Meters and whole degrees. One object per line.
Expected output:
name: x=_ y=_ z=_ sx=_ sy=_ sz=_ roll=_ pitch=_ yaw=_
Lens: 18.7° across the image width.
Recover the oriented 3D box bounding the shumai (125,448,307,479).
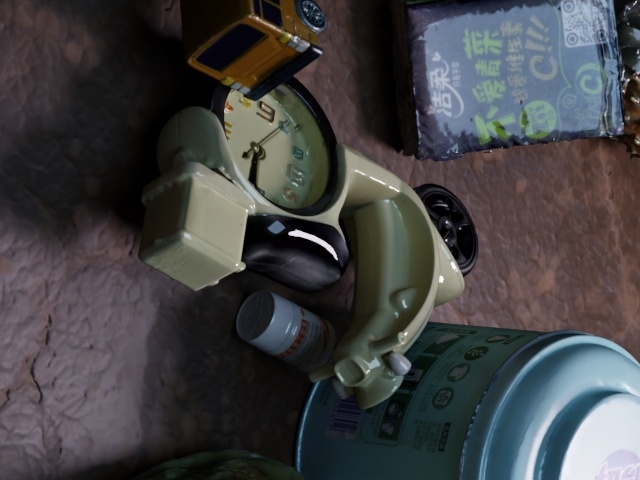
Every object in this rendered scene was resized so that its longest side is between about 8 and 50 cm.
shumai: x=-0.055 y=0.370 z=1.712 sx=0.397 sy=0.323 sz=0.324 roll=-21 pitch=103 yaw=-39

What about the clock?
clock: x=0.000 y=0.000 z=1.845 sx=0.379 sy=0.120 sz=0.276 roll=33 pitch=49 yaw=-29

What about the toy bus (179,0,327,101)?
toy bus: x=-0.072 y=-0.242 z=1.773 sx=0.114 sy=0.098 sz=0.201 roll=24 pitch=47 yaw=-39

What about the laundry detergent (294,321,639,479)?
laundry detergent: x=0.177 y=0.225 z=1.921 sx=0.287 sy=0.305 sz=0.287 roll=-3 pitch=94 yaw=-42

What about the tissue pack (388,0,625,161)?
tissue pack: x=0.195 y=-0.180 z=2.016 sx=0.236 sy=0.073 sz=0.173 roll=-8 pitch=97 yaw=-12

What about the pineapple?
pineapple: x=0.327 y=-0.212 z=2.153 sx=0.310 sy=0.141 sz=0.170 roll=35 pitch=98 yaw=-29

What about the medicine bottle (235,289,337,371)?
medicine bottle: x=-0.033 y=0.089 z=1.894 sx=0.089 sy=0.057 sz=0.057 roll=30 pitch=72 yaw=-38
